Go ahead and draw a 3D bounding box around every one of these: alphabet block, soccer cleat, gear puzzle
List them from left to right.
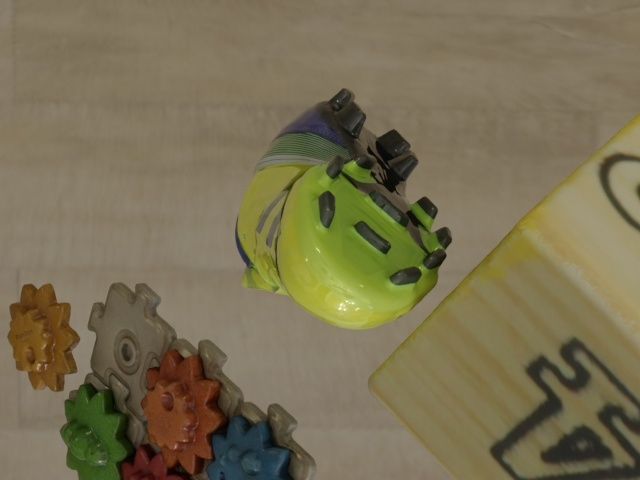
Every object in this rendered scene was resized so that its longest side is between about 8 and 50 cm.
[{"bbox_3d":[-0.139,0.128,1.131,0.044,0.339,0.175,-7,124,-43],"label":"gear puzzle"},{"bbox_3d":[0.001,0.001,0.890,0.093,0.289,0.121,40,104,-12],"label":"soccer cleat"},{"bbox_3d":[0.178,0.058,0.814,0.197,0.193,0.192,47,50,8],"label":"alphabet block"}]
